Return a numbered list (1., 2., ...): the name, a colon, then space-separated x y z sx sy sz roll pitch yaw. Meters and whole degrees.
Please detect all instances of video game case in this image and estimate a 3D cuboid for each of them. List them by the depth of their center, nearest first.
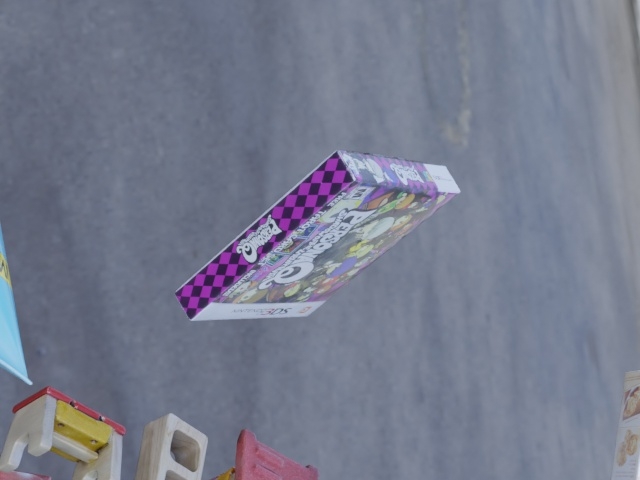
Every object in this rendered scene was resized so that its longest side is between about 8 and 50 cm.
1. video game case: 0.000 0.000 1.377 0.210 0.232 0.041 3 52 -58

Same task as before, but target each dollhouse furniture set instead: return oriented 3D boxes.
1. dollhouse furniture set: -0.200 0.270 1.509 0.374 0.201 0.152 35 41 -30

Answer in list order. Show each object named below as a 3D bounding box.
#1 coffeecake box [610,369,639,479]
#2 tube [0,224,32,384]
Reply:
1. coffeecake box: 0.347 0.224 1.284 0.068 0.142 0.185 138 -36 -76
2. tube: -0.171 -0.015 0.616 0.080 0.052 0.207 34 16 -33
